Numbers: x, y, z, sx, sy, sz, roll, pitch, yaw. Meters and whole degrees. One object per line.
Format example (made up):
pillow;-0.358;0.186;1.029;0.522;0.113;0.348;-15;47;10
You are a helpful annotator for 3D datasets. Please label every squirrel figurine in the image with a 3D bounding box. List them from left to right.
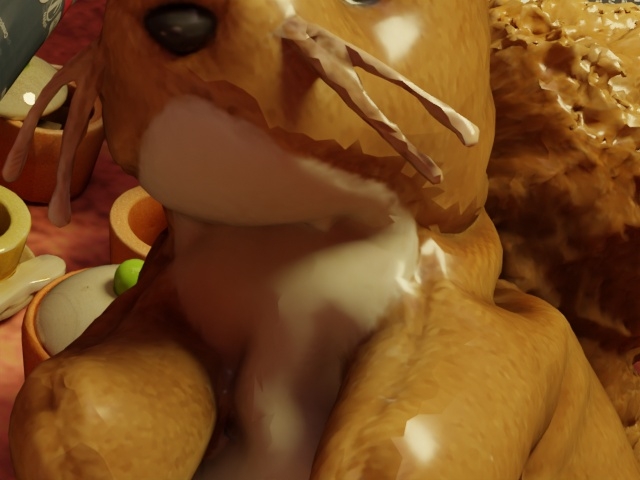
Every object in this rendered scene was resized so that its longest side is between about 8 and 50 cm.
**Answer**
squirrel figurine;0.025;0.012;0.714;0.281;0.370;0.397;-2;15;29

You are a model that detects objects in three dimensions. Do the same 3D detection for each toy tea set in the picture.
toy tea set;-0.115;-0.006;0.934;0.200;0.124;0.336;-19;48;-37

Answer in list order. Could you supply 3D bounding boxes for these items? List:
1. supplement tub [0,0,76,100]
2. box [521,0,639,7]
supplement tub;-0.258;-0.101;0.896;0.191;0.191;0.272;24;63;14
box;0.080;-0.203;1.087;0.313;0.179;0.343;9;65;-15
